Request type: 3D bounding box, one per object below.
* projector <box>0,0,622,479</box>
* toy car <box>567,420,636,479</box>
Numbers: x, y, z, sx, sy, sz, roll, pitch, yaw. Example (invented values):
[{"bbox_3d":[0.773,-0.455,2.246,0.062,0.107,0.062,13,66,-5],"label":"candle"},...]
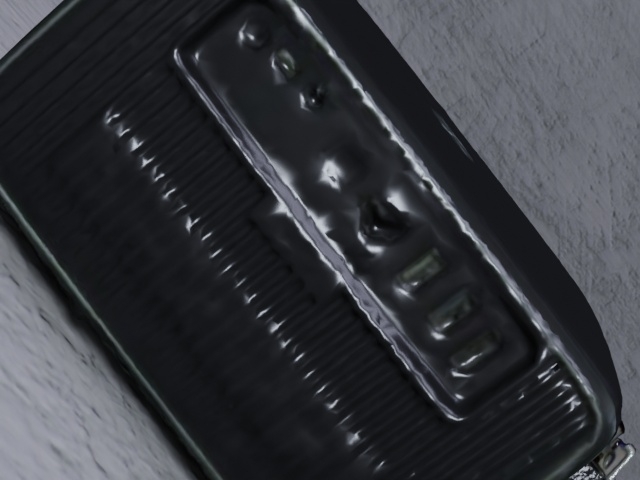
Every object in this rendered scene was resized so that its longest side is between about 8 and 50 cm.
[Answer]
[{"bbox_3d":[0.000,0.000,0.755,0.395,0.242,0.405,54,12,1],"label":"projector"},{"bbox_3d":[0.222,0.211,1.231,0.235,0.172,0.158,50,-6,8],"label":"toy car"}]
